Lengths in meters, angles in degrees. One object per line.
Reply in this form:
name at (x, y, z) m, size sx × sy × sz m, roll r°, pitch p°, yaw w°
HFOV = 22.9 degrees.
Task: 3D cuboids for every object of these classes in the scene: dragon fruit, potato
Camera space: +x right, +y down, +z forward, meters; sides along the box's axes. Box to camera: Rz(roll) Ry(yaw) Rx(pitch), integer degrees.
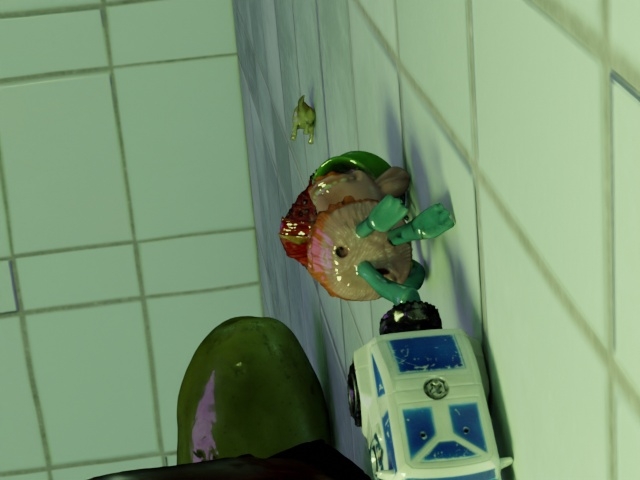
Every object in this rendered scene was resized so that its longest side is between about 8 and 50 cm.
dragon fruit at (0.003, 0.001, 1.651) m, size 0.131 × 0.063 × 0.097 m, roll 90°, pitch -156°, yaw -52°
potato at (-0.086, 0.250, 2.044) m, size 0.216 × 0.216 × 0.304 m, roll 157°, pitch 116°, yaw -85°

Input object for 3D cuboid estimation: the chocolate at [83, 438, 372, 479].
chocolate at (-0.153, 0.371, 1.524) m, size 0.384 × 0.331 × 0.383 m, roll -32°, pitch 52°, yaw 52°

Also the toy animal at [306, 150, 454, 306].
toy animal at (0.041, 0.000, 1.061) m, size 0.103 × 0.100 × 0.208 m, roll 44°, pitch 180°, yaw -12°

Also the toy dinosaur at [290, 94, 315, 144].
toy dinosaur at (-0.020, -0.133, 1.739) m, size 0.113 × 0.026 × 0.041 m, roll 58°, pitch -139°, yaw -81°

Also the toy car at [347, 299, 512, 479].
toy car at (0.064, 0.116, 0.901) m, size 0.070 × 0.080 × 0.170 m, roll 101°, pitch 163°, yaw -60°
